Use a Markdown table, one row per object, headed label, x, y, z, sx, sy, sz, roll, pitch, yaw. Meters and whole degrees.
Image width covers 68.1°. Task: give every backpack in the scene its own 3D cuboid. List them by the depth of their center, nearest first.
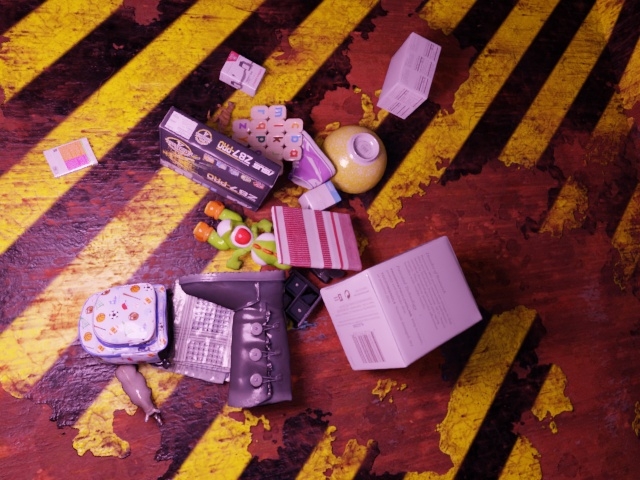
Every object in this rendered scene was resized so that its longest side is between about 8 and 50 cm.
| label | x | y | z | sx | sy | sz | roll | pitch | yaw |
| --- | --- | --- | --- | --- | --- | --- | --- | --- | --- |
| backpack | -0.605 | 0.262 | 1.472 | 0.263 | 0.213 | 0.277 | -9 | 57 | -5 |

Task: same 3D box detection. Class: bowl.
| label | x | y | z | sx | sy | sz | roll | pitch | yaw |
| --- | --- | --- | --- | --- | --- | --- | --- | --- | --- |
| bowl | 0.153 | -0.346 | 1.896 | 0.289 | 0.156 | 0.290 | 4 | 78 | -17 |

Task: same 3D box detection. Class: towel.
| label | x | y | z | sx | sy | sz | roll | pitch | yaw |
| --- | --- | --- | --- | --- | --- | --- | --- | --- | --- |
| towel | -0.388 | 0.315 | 1.636 | 0.311 | 0.056 | 0.325 | 15 | 75 | -14 |
| towel | -0.014 | -0.005 | 1.702 | 0.328 | 0.037 | 0.237 | 6 | 58 | -29 |

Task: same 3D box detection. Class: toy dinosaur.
| label | x | y | z | sx | sy | sz | roll | pitch | yaw |
| --- | --- | --- | --- | --- | --- | --- | --- | --- | --- |
| toy dinosaur | -0.376 | -0.452 | 1.801 | 0.112 | 0.064 | 0.212 | 15 | 75 | -15 |

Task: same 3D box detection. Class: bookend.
| label | x | y | z | sx | sy | sz | roll | pitch | yaw |
| --- | --- | --- | --- | --- | --- | --- | --- | --- | --- |
| bookend | -0.096 | 0.212 | 1.741 | 0.157 | 0.072 | 0.156 | 42 | 70 | -5 |

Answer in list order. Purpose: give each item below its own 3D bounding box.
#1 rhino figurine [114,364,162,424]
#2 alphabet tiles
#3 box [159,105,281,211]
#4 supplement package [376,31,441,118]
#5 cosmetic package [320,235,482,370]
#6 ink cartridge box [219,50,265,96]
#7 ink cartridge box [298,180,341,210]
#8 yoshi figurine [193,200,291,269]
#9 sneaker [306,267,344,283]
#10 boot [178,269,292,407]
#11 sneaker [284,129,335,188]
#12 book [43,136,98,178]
| label | x | y | z | sx | sy | sz | roll | pitch | yaw |
| --- | --- | --- | --- | --- | --- | --- | --- | --- | --- |
| rhino figurine | -0.576 | 0.488 | 1.512 | 0.073 | 0.106 | 0.243 | -32 | 89 | -20 |
| alphabet tiles | -0.206 | -0.384 | 1.814 | 0.277 | 0.021 | 0.285 | 0 | 77 | 8 |
| box | -0.354 | -0.263 | 1.631 | 0.394 | 0.318 | 0.097 | 27 | 72 | -11 |
| supplement package | 0.373 | -0.695 | 2.014 | 0.145 | 0.204 | 0.262 | 22 | 73 | -13 |
| cosmetic package | 0.280 | 0.227 | 1.687 | 0.393 | 0.329 | 0.328 | -20 | 84 | -33 |
| ink cartridge box | -0.305 | -0.655 | 1.866 | 0.150 | 0.063 | 0.109 | 25 | 72 | -11 |
| ink cartridge box | -0.012 | -0.153 | 1.835 | 0.143 | 0.092 | 0.090 | -28 | 87 | -21 |
| yoshi figurine | -0.256 | 0.004 | 1.711 | 0.361 | 0.204 | 0.203 | 26 | 37 | 2 |
| sneaker | 0.007 | 0.098 | 1.812 | 0.170 | 0.051 | 0.089 | 45 | 69 | -9 |
| boot | -0.286 | 0.328 | 1.581 | 0.366 | 0.146 | 0.446 | -2 | 85 | -6 |
| sneaker | -0.088 | -0.322 | 1.830 | 0.161 | 0.102 | 0.282 | -37 | 77 | -15 |
| book | -0.858 | -0.284 | 1.630 | 0.144 | 0.035 | 0.097 | -25 | 90 | -20 |
